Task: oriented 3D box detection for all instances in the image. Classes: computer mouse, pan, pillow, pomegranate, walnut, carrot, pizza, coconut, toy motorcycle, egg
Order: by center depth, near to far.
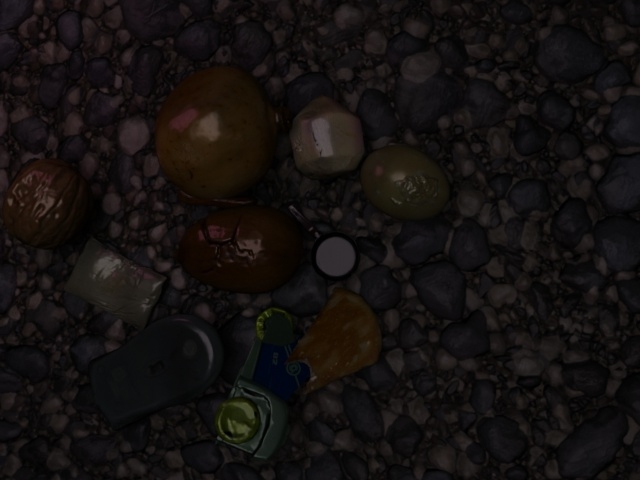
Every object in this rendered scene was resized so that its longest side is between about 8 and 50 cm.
[{"bbox_3d":[0.183,-0.125,1.592,0.201,0.164,0.164,27,91,7],"label":"egg"},{"bbox_3d":[-0.228,-0.229,1.597,0.307,0.307,0.307,0,87,8],"label":"pomegranate"},{"bbox_3d":[0.033,0.233,1.606,0.181,0.034,0.262,44,63,-1],"label":"pizza"},{"bbox_3d":[-0.098,0.320,1.613,0.199,0.191,0.327,24,73,1],"label":"toy motorcycle"},{"bbox_3d":[0.009,-0.229,1.617,0.170,0.171,0.183,-13,89,7],"label":"coconut"},{"bbox_3d":[-0.185,0.022,1.619,0.297,0.203,0.203,-8,86,5],"label":"walnut"},{"bbox_3d":[-0.369,0.293,1.669,0.370,0.122,0.188,-27,81,13],"label":"computer mouse"},{"bbox_3d":[0.000,0.000,1.669,0.115,0.040,0.212,-43,90,5],"label":"pan"},{"bbox_3d":[-0.626,-0.079,1.694,0.213,0.213,0.213,0,87,8],"label":"walnut"},{"bbox_3d":[-0.239,-0.098,1.708,0.191,0.047,0.047,8,88,8],"label":"carrot"},{"bbox_3d":[-0.479,0.101,1.730,0.229,0.050,0.148,26,86,11],"label":"pillow"}]
